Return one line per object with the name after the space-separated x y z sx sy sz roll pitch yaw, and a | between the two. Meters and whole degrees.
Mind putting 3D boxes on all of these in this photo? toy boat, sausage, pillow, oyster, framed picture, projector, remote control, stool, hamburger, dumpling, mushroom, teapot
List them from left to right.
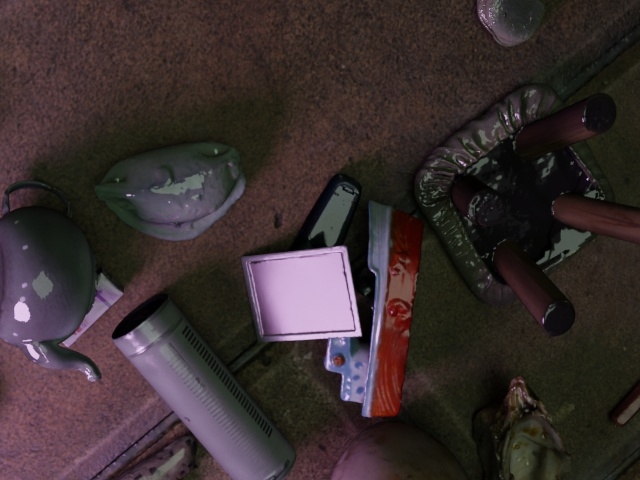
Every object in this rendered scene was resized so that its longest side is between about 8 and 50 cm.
-0.376 0.050 1.040 0.129 0.193 0.294 3 65 -36 | teapot
-0.282 0.401 1.197 0.241 0.051 0.093 -34 102 -9 | pillow
-0.211 -0.063 1.106 0.216 0.105 0.149 -11 102 -14 | dumpling
-0.173 0.238 1.170 0.108 0.108 0.337 -38 107 -6 | projector
-0.029 0.083 1.172 0.183 0.011 0.142 -7 99 25 | framed picture
0.000 0.000 1.209 0.072 0.042 0.222 25 92 -14 | remote control
0.081 0.103 1.206 0.133 0.145 0.332 8 100 7 | toy boat
0.096 0.444 1.221 0.290 0.297 0.297 -24 109 29 | mushroom
0.303 -0.360 1.227 0.121 0.054 0.084 24 91 -25 | hamburger
0.346 0.383 1.342 0.166 0.110 0.341 -20 107 -6 | oyster
0.353 -0.056 1.204 0.310 0.226 0.310 -39 109 -6 | stool
0.598 0.293 1.433 0.147 0.035 0.030 -45 111 -2 | sausage

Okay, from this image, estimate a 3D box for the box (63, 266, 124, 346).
-0.348 0.098 1.132 0.117 0.036 0.050 -46 107 -4 | box
